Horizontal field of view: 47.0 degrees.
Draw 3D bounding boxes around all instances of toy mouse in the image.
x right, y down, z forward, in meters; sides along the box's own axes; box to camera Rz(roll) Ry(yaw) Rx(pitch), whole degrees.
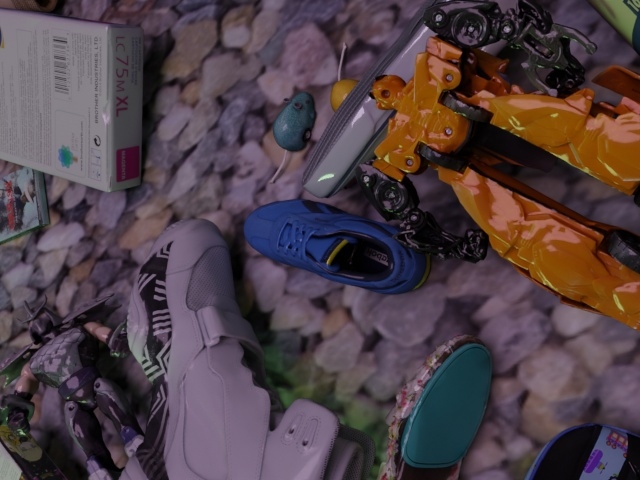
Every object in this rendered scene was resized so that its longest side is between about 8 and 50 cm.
[{"bbox_3d":[-0.007,-0.099,0.742,0.143,0.031,0.161,-31,71,23],"label":"toy mouse"}]

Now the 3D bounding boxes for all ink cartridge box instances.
[{"bbox_3d":[-0.345,-0.183,0.899,0.311,0.065,0.186,15,110,27],"label":"ink cartridge box"}]

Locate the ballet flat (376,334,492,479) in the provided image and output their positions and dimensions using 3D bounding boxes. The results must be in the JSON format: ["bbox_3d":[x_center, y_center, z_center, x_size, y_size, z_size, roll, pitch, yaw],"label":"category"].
[{"bbox_3d":[0.080,0.192,0.640,0.077,0.091,0.241,13,86,62],"label":"ballet flat"}]

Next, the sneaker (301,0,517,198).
[{"bbox_3d":[0.087,-0.126,0.653,0.091,0.094,0.258,37,107,-15],"label":"sneaker"}]

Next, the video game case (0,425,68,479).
[{"bbox_3d":[-0.343,0.358,0.853,0.210,0.042,0.232,37,114,28],"label":"video game case"}]

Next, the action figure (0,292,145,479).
[{"bbox_3d":[-0.251,0.175,0.806,0.185,0.099,0.285,-38,75,2],"label":"action figure"}]

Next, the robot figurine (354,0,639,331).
[{"bbox_3d":[0.169,-0.054,0.558,0.291,0.085,0.211,31,117,14],"label":"robot figurine"}]

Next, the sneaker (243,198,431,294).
[{"bbox_3d":[0.000,0.000,0.701,0.209,0.082,0.069,16,94,31],"label":"sneaker"}]

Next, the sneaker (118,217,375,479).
[{"bbox_3d":[-0.064,0.140,0.683,0.210,0.137,0.366,-8,63,17],"label":"sneaker"}]

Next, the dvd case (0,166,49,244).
[{"bbox_3d":[-0.407,-0.045,0.972,0.119,0.013,0.087,-17,77,26],"label":"dvd case"}]

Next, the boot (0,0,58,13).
[{"bbox_3d":[-0.431,-0.417,0.973,0.203,0.095,0.262,0,91,31],"label":"boot"}]

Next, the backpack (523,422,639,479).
[{"bbox_3d":[0.204,0.231,0.538,0.158,0.117,0.173,23,69,16],"label":"backpack"}]

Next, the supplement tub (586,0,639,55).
[{"bbox_3d":[0.241,-0.291,0.506,0.235,0.235,0.325,-41,67,20],"label":"supplement tub"}]
